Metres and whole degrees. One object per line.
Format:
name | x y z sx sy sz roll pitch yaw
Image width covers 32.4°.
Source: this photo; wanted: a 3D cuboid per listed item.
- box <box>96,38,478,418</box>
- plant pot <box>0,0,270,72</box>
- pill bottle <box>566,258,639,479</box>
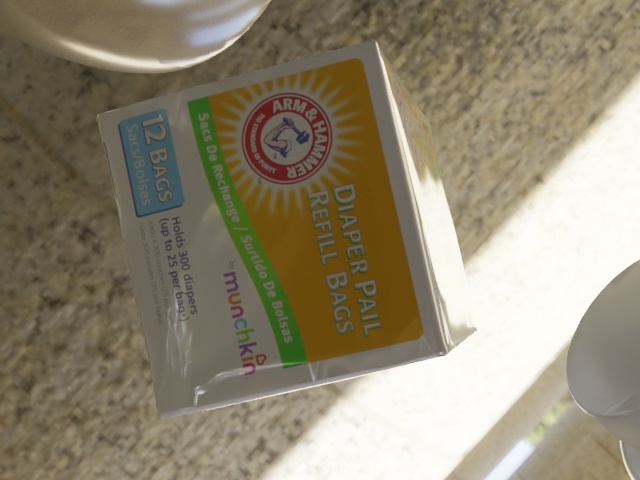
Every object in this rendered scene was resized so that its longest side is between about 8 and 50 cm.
box | 0.000 0.000 0.464 0.203 0.103 0.114 8 -111 -79
plant pot | -0.176 -0.252 0.738 0.284 0.284 0.191 43 -153 16
pill bottle | 0.276 0.123 0.645 0.272 0.152 0.152 36 -174 -22
